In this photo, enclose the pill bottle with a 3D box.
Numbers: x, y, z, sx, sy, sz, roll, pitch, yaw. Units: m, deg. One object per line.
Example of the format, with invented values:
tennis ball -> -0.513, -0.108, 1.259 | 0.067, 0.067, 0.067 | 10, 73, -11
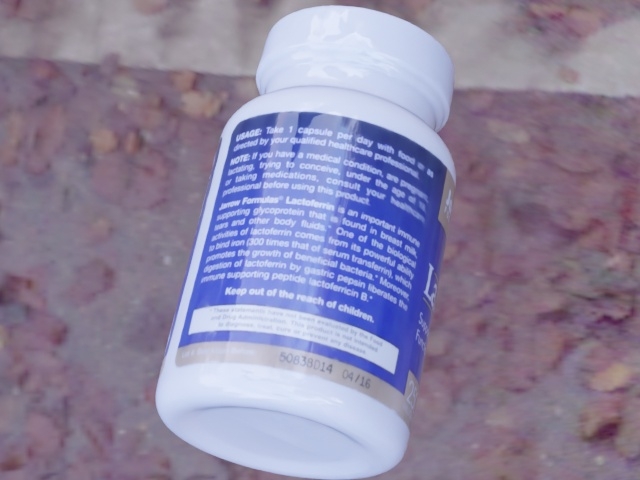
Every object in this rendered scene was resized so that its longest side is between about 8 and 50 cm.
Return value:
pill bottle -> 0.000, 0.000, 1.064 | 0.153, 0.153, 0.264 | 1, 64, 25
